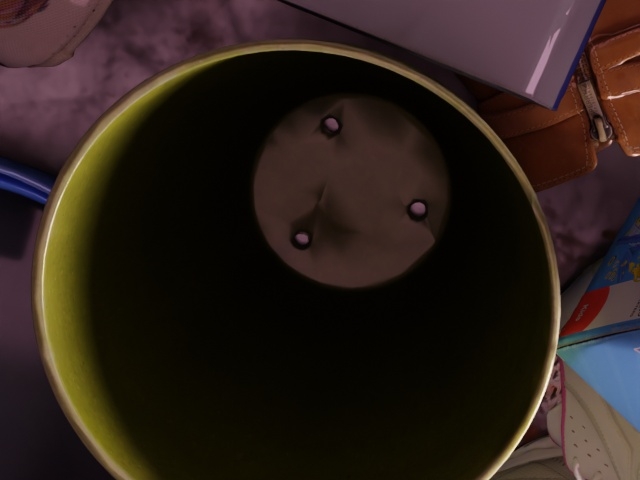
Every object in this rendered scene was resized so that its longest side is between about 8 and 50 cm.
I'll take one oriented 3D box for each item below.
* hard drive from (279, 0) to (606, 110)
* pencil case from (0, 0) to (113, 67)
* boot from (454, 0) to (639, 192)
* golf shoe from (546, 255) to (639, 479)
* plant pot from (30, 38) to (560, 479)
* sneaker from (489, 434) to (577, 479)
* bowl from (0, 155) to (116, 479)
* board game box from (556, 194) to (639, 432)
[{"bbox_3d":[0.110,-0.256,1.139,0.210,0.040,0.318,26,93,34],"label":"hard drive"},{"bbox_3d":[-0.296,-0.262,1.141,0.410,0.183,0.160,30,132,-24],"label":"pencil case"},{"bbox_3d":[0.197,-0.166,1.195,0.283,0.109,0.220,-23,98,14],"label":"boot"},{"bbox_3d":[0.218,0.138,1.211,0.140,0.306,0.115,-31,141,27],"label":"golf shoe"},{"bbox_3d":[0.000,0.000,1.164,0.275,0.293,0.274,1,103,6],"label":"plant pot"},{"bbox_3d":[0.079,0.204,1.292,0.262,0.121,0.099,-25,98,12],"label":"sneaker"},{"bbox_3d":[-0.254,0.124,1.336,0.391,0.077,0.391,2,103,7],"label":"bowl"},{"bbox_3d":[0.320,0.037,1.121,0.308,0.086,0.302,42,61,-17],"label":"board game box"}]
